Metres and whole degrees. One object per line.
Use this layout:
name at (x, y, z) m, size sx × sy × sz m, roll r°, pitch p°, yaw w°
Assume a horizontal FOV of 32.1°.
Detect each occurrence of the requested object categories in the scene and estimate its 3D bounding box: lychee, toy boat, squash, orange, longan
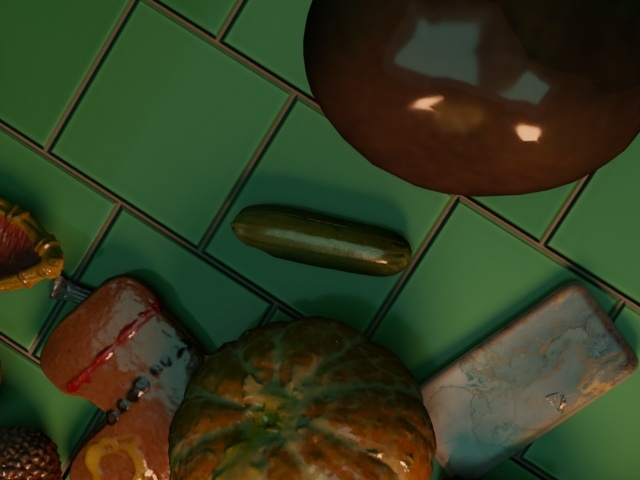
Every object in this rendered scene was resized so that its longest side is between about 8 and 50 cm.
lychee at (-0.428, 0.331, 1.462) m, size 0.165 × 0.165 × 0.197 m, roll 41°, pitch 94°, yaw 3°
toy boat at (-0.483, -0.008, 1.484) m, size 0.318 × 0.099 × 0.141 m, roll 15°, pitch 96°, yaw 3°
squash at (0.000, 0.000, 1.435) m, size 0.239 × 0.069 × 0.069 m, roll 12°, pitch 95°, yaw 6°
orange at (-0.025, 0.253, 1.347) m, size 0.329 × 0.249 × 0.329 m, roll -7°, pitch 51°, yaw 9°
longan at (0.177, -0.216, 1.251) m, size 0.404 × 0.404 × 0.336 m, roll 13°, pitch 123°, yaw 6°

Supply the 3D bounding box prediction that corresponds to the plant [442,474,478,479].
plant at (0.253, 0.411, 1.366) m, size 0.276 × 0.199 × 0.188 m, roll 24°, pitch 91°, yaw 3°

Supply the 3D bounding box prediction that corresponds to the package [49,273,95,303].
package at (-0.311, 0.079, 1.505) m, size 0.110 × 0.015 × 0.037 m, roll 19°, pitch 96°, yaw 5°

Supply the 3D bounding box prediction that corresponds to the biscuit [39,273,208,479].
biscuit at (-0.268, 0.211, 1.481) m, size 0.262 × 0.052 × 0.277 m, roll -36°, pitch 93°, yaw 7°

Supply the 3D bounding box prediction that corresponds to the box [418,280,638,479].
box at (0.254, 0.183, 1.428) m, size 0.285 × 0.044 × 0.142 m, roll -36°, pitch 85°, yaw 8°
